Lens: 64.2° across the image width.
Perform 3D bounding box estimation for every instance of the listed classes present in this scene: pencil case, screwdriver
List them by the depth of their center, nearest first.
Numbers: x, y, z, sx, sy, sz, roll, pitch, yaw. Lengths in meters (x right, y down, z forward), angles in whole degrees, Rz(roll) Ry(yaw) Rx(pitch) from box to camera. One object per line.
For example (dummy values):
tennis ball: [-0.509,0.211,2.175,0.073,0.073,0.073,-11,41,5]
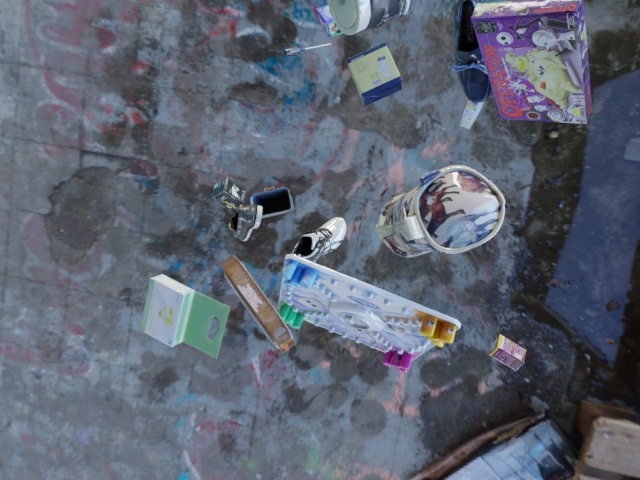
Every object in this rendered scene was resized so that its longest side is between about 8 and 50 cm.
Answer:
pencil case: [0.227,-0.047,1.092,0.183,0.410,0.160,-6,87,-4]
screwdriver: [-0.034,-0.538,1.422,0.024,0.170,0.025,35,142,38]

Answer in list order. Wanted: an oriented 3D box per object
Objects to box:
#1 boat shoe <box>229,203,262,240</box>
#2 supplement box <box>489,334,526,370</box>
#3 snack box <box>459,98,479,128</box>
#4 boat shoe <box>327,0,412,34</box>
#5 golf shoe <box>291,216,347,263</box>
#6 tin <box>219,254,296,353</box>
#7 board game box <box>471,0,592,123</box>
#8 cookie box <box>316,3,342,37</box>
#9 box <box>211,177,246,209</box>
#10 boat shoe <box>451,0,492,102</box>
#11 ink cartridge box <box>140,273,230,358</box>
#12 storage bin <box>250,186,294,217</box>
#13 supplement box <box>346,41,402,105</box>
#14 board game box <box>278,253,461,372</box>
boat shoe: [-0.228,-0.055,1.483,0.068,0.228,0.081,10,72,-19]
supplement box: [0.511,0.305,1.394,0.083,0.055,0.043,32,130,7]
snack box: [0.475,-0.421,1.568,0.037,0.141,0.100,23,138,17]
boat shoe: [0.037,-0.308,0.441,0.079,0.084,0.233,-20,121,-15]
golf shoe: [0.000,0.000,1.367,0.077,0.094,0.198,40,72,17]
tin: [-0.108,0.107,0.861,0.040,0.106,0.190,-33,70,-17]
board game box: [0.477,-0.384,1.133,0.208,0.347,0.056,19,76,37]
cookie box: [0.056,-0.552,1.255,0.107,0.040,0.092,-21,50,-2]
box: [-0.280,-0.142,1.565,0.062,0.052,0.083,-23,137,36]
boat shoe: [0.358,-0.458,1.238,0.109,0.089,0.258,-9,111,28]
ink cartridge box: [-0.379,0.216,1.415,0.235,0.056,0.171,23,107,19]
storage bin: [-0.153,-0.124,1.688,0.135,0.091,0.098,-12,84,10]
supplement box: [0.106,-0.326,1.006,0.083,0.056,0.083,-23,83,6]
board game box: [0.081,0.193,1.215,0.390,0.390,0.050,21,65,3]
